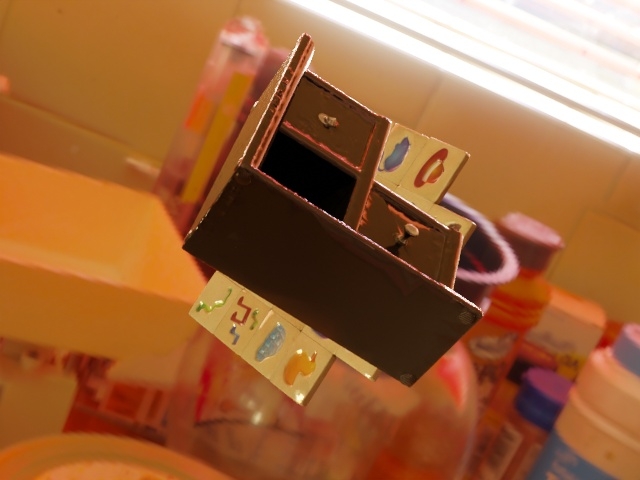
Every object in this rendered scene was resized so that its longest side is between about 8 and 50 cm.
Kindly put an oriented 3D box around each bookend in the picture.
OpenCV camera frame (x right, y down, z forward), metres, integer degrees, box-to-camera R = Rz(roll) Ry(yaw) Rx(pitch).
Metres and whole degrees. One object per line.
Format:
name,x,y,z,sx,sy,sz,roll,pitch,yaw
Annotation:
bookend,0.020,-0.021,0.697,0.157,0.072,0.156,33,37,-9

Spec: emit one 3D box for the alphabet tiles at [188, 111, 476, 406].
alphabet tiles,0.000,0.000,1.186,0.011,0.285,0.342,35,-3,-40
